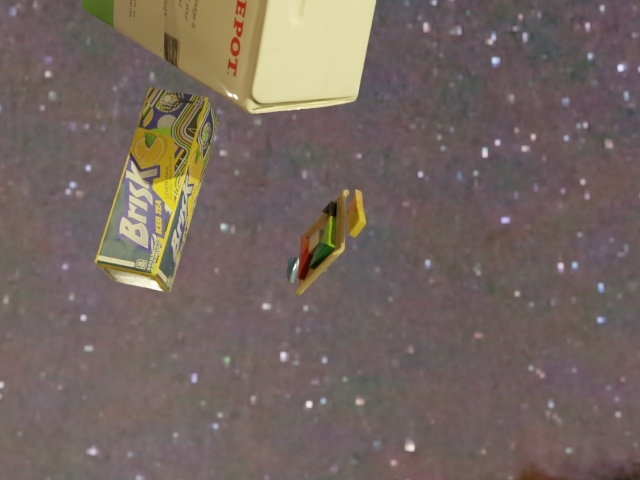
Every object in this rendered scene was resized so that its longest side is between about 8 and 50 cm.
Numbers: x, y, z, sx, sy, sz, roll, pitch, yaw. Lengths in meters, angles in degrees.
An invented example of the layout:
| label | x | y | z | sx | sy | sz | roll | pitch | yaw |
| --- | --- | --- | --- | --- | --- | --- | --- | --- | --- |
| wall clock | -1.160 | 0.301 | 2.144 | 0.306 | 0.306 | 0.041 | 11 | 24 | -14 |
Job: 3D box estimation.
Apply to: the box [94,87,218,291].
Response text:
| label | x | y | z | sx | sy | sz | roll | pitch | yaw |
| --- | --- | --- | --- | --- | --- | --- | --- | --- | --- |
| box | -0.141 | -0.045 | 1.044 | 0.059 | 0.169 | 0.054 | 11 | -17 | 11 |

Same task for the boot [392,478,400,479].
| label | x | y | z | sx | sy | sz | roll | pitch | yaw |
| --- | --- | --- | --- | --- | --- | --- | --- | --- | --- |
| boot | 0.061 | 0.388 | 1.317 | 0.236 | 0.178 | 0.085 | -31 | -12 | -47 |

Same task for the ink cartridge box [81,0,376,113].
| label | x | y | z | sx | sy | sz | roll | pitch | yaw |
| --- | --- | --- | --- | --- | --- | --- | --- | --- | --- |
| ink cartridge box | -0.076 | -0.243 | 0.964 | 0.114 | 0.273 | 0.198 | -10 | -58 | -38 |

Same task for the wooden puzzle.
| label | x | y | z | sx | sy | sz | roll | pitch | yaw |
| --- | --- | --- | --- | --- | --- | --- | --- | --- | --- |
| wooden puzzle | 0.000 | 0.000 | 0.954 | 0.014 | 0.079 | 0.116 | 26 | -53 | -18 |
